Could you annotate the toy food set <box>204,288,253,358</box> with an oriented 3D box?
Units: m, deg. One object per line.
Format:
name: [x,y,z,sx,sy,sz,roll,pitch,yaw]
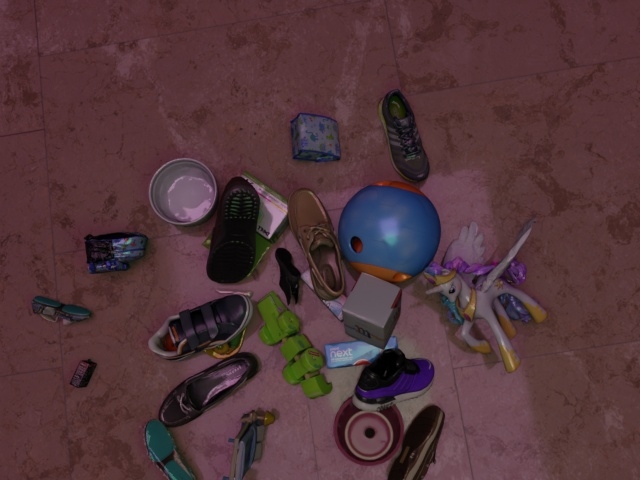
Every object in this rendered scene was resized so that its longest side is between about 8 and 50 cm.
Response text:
toy food set: [-0.285,0.241,1.923,0.128,0.071,0.218,11,81,6]

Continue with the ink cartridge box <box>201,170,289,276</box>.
ink cartridge box: [-0.220,-0.047,1.957,0.188,0.097,0.255,34,83,8]

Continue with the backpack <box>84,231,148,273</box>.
backpack: [-0.601,0.033,1.944,0.173,0.158,0.117,-7,88,-9]

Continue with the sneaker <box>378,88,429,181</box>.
sneaker: [0.249,-0.318,1.962,0.111,0.121,0.300,-21,79,0]

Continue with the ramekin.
ramekin: [-0.406,-0.138,1.979,0.207,0.109,0.207,-1,80,3]

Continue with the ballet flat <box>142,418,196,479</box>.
ballet flat: [-0.441,0.627,1.861,0.091,0.077,0.241,-25,78,-34]

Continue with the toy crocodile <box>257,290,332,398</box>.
toy crocodile: [-0.077,0.302,1.886,0.115,0.105,0.341,-43,72,32]

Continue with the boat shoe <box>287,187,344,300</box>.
boat shoe: [0.000,0.000,1.858,0.121,0.110,0.341,-18,83,-14]

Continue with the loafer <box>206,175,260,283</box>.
loafer: [-0.244,-0.029,1.878,0.133,0.366,0.130,10,36,-16]

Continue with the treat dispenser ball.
treat dispenser ball: [0.193,-0.023,1.828,0.288,0.288,0.288,-1,80,4]

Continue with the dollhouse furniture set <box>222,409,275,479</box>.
dollhouse furniture set: [-0.157,0.638,1.735,0.198,0.286,0.303,8,92,5]

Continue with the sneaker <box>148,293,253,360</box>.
sneaker: [-0.344,0.251,1.849,0.321,0.127,0.126,-33,64,15]

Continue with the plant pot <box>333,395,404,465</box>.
plant pot: [0.132,0.524,1.791,0.201,0.180,0.201,-1,80,4]

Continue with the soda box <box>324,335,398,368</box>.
soda box: [0.120,0.324,1.884,0.210,0.067,0.071,-7,79,3]

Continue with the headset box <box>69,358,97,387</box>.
headset box: [-0.700,0.391,1.927,0.032,0.062,0.083,21,83,6]

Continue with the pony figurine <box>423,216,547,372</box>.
pony figurine: [0.463,0.124,1.794,0.363,0.303,0.351,48,62,-14]

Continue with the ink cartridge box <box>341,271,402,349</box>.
ink cartridge box: [0.145,0.198,1.805,0.127,0.176,0.128,22,66,16]

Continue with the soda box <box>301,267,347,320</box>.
soda box: [0.021,0.153,1.926,0.063,0.058,0.183,-42,80,-4]

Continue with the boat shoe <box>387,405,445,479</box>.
boat shoe: [0.284,0.592,1.828,0.095,0.095,0.257,39,78,-26]

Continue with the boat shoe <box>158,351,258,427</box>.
boat shoe: [-0.333,0.427,1.880,0.335,0.095,0.112,-32,80,-2]

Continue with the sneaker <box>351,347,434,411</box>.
sneaker: [0.217,0.354,1.770,0.102,0.293,0.146,29,121,41]

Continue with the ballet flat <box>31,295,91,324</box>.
ballet flat: [-0.783,0.221,1.971,0.188,0.070,0.070,16,81,8]

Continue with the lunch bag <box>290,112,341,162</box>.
lunch bag: [-0.011,-0.312,1.994,0.151,0.096,0.129,1,79,-26]

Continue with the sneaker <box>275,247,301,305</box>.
sneaker: [-0.102,0.105,1.939,0.051,0.089,0.170,-3,40,-30]
